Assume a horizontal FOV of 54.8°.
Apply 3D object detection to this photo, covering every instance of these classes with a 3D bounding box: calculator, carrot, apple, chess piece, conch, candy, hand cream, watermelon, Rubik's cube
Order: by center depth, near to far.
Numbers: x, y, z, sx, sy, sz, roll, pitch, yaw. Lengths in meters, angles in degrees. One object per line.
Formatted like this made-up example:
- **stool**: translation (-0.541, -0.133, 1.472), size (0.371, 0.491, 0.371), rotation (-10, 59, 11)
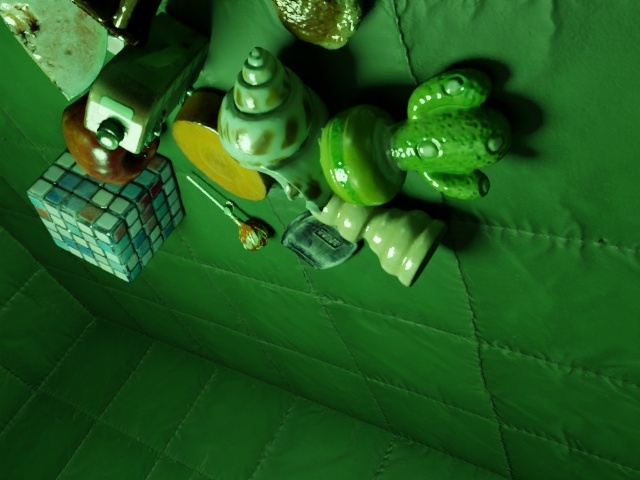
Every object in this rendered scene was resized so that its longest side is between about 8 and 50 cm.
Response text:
- **conch**: translation (-0.072, -0.201, 1.162), size (0.249, 0.197, 0.368), rotation (48, -171, 25)
- **watermelon**: translation (-0.569, -0.484, 1.312), size (0.175, 0.188, 0.322), rotation (37, 156, 58)
- **chess piece**: translation (0.110, -0.045, 1.332), size (0.299, 0.167, 0.167), rotation (33, 152, 13)
- **hand cream**: translation (-0.542, -0.485, 1.398), size (0.216, 0.038, 0.052), rotation (31, 179, -5)
- **carrot**: translation (-0.222, -0.204, 1.449), size (0.258, 0.100, 0.307), rotation (19, 151, 29)
- **apple**: translation (-0.514, -0.262, 1.526), size (0.233, 0.234, 0.234), rotation (24, 151, 15)
- **calculator**: translation (0.000, 0.000, 1.614), size (0.177, 0.040, 0.268), rotation (36, 147, -12)
- **candy**: translation (-0.261, -0.079, 1.713), size (0.287, 0.078, 0.084), rotation (41, 134, -9)
- **Rubik's cube**: translation (-0.604, -0.103, 1.784), size (0.292, 0.287, 0.292), rotation (24, 150, 13)

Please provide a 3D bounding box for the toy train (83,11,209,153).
- **toy train**: translation (-0.325, -0.301, 1.178), size (0.129, 0.327, 0.159), rotation (27, 136, -5)

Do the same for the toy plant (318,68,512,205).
- **toy plant**: translation (0.170, -0.161, 1.067), size (0.315, 0.184, 0.224), rotation (-8, 115, 36)

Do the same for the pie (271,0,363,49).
- **pie**: translation (-0.009, -0.387, 0.975), size (0.163, 0.079, 0.194), rotation (15, 148, 21)

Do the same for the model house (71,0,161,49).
- **model house**: translation (-0.373, -0.468, 0.978), size (0.317, 0.297, 0.282), rotation (36, 146, -12)
